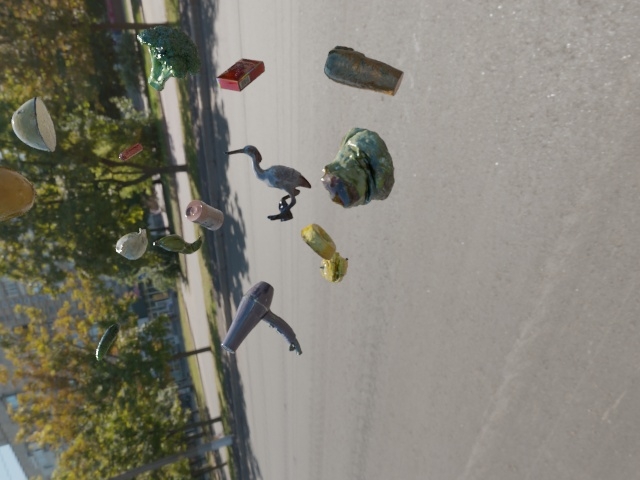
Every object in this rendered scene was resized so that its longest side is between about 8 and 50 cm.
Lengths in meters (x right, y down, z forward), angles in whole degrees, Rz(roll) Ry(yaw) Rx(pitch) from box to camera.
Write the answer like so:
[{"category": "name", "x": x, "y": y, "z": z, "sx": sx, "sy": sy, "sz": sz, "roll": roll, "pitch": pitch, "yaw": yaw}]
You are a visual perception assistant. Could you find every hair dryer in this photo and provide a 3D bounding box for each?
[{"category": "hair dryer", "x": -0.204, "y": 0.375, "z": 1.788, "sx": 0.361, "sy": 0.301, "sz": 0.121, "roll": 42, "pitch": 150, "yaw": -23}]

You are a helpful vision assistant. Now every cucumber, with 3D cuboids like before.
[{"category": "cucumber", "x": -0.732, "y": 0.340, "z": 1.518, "sx": 0.168, "sy": 0.039, "sz": 0.039, "roll": -81, "pitch": 0, "yaw": -48}]

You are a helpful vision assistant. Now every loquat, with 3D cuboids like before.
[{"category": "loquat", "x": -1.005, "y": -0.140, "z": 1.349, "sx": 0.187, "sy": 0.233, "sz": 0.176, "roll": 127, "pitch": 130, "yaw": -72}]

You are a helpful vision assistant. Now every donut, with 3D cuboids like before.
[{"category": "donut", "x": 0.000, "y": 0.000, "z": 1.743, "sx": 0.065, "sy": 0.162, "sz": 0.178, "roll": -47, "pitch": 25, "yaw": 13}]

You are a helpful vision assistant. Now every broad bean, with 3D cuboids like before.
[{"category": "broad bean", "x": -0.496, "y": 0.014, "z": 1.551, "sx": 0.048, "sy": 0.213, "sz": 0.071, "roll": 23, "pitch": 99, "yaw": 25}]

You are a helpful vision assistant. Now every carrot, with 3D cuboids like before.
[{"category": "carrot", "x": 0.161, "y": -0.644, "z": 1.697, "sx": 0.139, "sy": 0.301, "sz": 0.139, "roll": 24, "pitch": -90, "yaw": -85}]

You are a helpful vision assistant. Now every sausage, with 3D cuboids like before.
[{"category": "sausage", "x": -0.739, "y": -0.341, "z": 1.708, "sx": 0.130, "sy": 0.034, "sz": 0.034, "roll": -67, "pitch": -16, "yaw": -56}]

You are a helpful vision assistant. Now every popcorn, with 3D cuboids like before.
[{"category": "popcorn", "x": 0.070, "y": 0.136, "z": 2.187, "sx": 0.167, "sy": 0.151, "sz": 0.149, "roll": -40, "pitch": 67, "yaw": 59}]

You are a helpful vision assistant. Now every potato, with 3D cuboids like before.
[{"category": "potato", "x": -1.097, "y": -0.434, "z": 1.669, "sx": 0.202, "sy": 0.117, "sz": 0.182, "roll": 102, "pitch": 158, "yaw": -57}]

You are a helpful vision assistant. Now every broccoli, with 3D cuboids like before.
[{"category": "broccoli", "x": -0.625, "y": -0.747, "z": 1.822, "sx": 0.254, "sy": 0.269, "sz": 0.269, "roll": 46, "pitch": 154, "yaw": 2}]

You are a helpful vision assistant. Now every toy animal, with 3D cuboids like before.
[{"category": "toy animal", "x": -0.156, "y": -0.215, "z": 1.502, "sx": 0.324, "sy": 0.195, "sz": 0.090, "roll": 58, "pitch": 163, "yaw": -21}]

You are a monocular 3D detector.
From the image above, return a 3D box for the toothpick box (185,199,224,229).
[{"category": "toothpick box", "x": -0.509, "y": -0.111, "z": 1.943, "sx": 0.149, "sy": 0.098, "sz": 0.099, "roll": 30, "pitch": -144, "yaw": -60}]

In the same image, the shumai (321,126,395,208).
[{"category": "shumai", "x": 0.109, "y": -0.247, "z": 1.685, "sx": 0.304, "sy": 0.263, "sz": 0.310, "roll": 11, "pitch": 131, "yaw": 60}]

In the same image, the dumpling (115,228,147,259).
[{"category": "dumpling", "x": -0.755, "y": 0.011, "z": 1.792, "sx": 0.108, "sy": 0.127, "sz": 0.188, "roll": 45, "pitch": -176, "yaw": -3}]

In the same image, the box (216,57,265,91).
[{"category": "box", "x": -0.313, "y": -0.659, "z": 1.745, "sx": 0.112, "sy": 0.175, "sz": 0.048, "roll": 17, "pitch": 142, "yaw": 25}]
